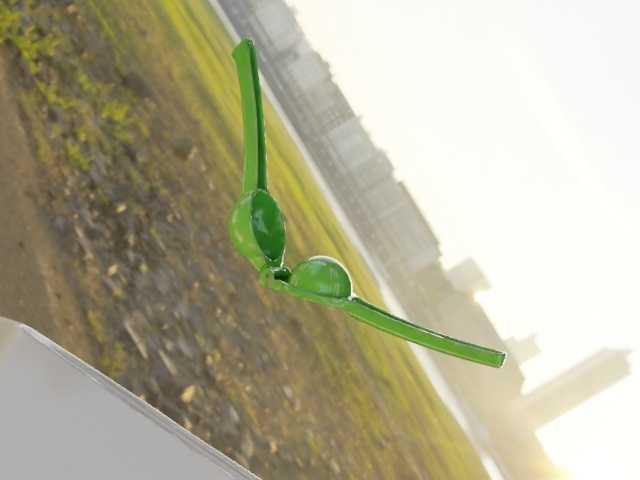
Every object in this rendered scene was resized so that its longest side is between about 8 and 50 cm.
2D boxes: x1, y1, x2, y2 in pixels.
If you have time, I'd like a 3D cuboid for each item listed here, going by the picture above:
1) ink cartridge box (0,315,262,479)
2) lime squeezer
[{"bbox_3d":[-0.150,0.192,0.408,0.197,0.270,0.198,40,-18,-21],"label":"ink cartridge box"},{"bbox_3d":[0.000,0.000,0.698,0.310,0.110,0.059,52,3,17],"label":"lime squeezer"}]
